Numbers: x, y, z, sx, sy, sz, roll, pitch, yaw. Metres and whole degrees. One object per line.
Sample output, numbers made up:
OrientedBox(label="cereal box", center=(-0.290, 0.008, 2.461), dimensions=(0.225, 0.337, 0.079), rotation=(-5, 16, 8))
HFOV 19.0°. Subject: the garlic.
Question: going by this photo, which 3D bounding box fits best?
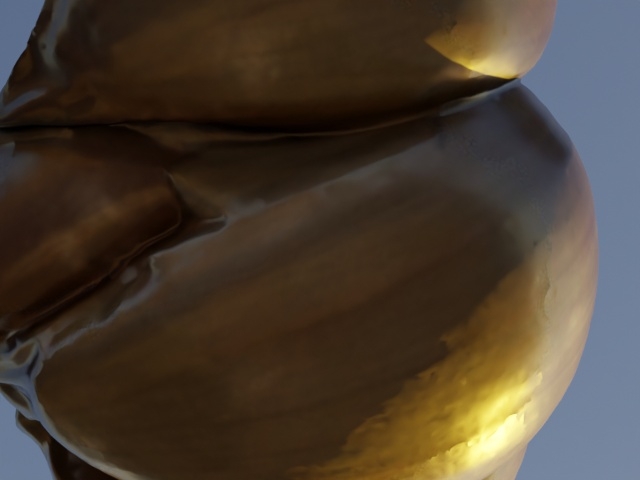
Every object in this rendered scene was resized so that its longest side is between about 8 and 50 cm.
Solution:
OrientedBox(label="garlic", center=(0.000, 0.000, 0.513), dimensions=(0.160, 0.191, 0.214), rotation=(48, -32, 16))
